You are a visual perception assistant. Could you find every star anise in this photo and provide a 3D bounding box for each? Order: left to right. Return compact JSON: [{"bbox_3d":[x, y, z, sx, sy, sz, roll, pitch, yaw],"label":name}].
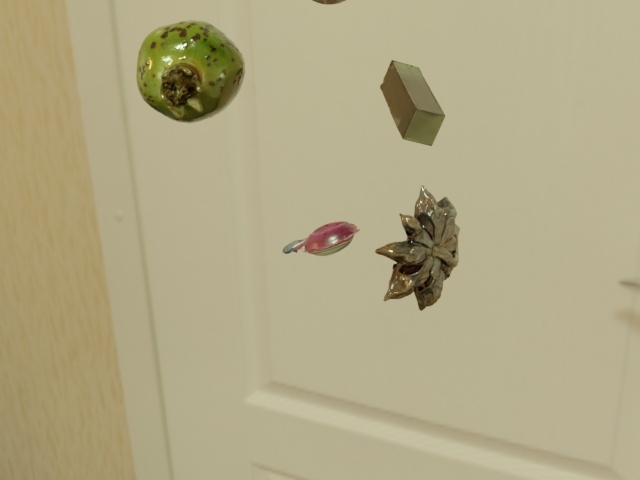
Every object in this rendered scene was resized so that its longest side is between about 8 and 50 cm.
[{"bbox_3d":[0.197,0.013,1.655,0.081,0.230,0.262,6,13,40],"label":"star anise"}]

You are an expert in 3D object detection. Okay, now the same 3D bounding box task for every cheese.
[{"bbox_3d":[0.000,0.000,1.453,0.145,0.038,0.095,-10,18,44],"label":"cheese"}]

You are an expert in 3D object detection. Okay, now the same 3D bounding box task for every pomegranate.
[{"bbox_3d":[-0.258,-0.342,1.942,0.230,0.231,0.286,-13,30,-21],"label":"pomegranate"}]

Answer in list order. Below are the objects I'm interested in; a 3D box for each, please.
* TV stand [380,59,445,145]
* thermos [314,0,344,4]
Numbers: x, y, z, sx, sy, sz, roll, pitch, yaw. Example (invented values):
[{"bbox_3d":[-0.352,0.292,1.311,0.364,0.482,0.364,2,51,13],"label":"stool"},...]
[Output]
[{"bbox_3d":[0.221,-0.341,2.279,0.082,0.088,0.270,11,32,-17],"label":"TV stand"},{"bbox_3d":[0.027,-0.417,1.321,0.137,0.105,0.193,35,-10,7],"label":"thermos"}]
